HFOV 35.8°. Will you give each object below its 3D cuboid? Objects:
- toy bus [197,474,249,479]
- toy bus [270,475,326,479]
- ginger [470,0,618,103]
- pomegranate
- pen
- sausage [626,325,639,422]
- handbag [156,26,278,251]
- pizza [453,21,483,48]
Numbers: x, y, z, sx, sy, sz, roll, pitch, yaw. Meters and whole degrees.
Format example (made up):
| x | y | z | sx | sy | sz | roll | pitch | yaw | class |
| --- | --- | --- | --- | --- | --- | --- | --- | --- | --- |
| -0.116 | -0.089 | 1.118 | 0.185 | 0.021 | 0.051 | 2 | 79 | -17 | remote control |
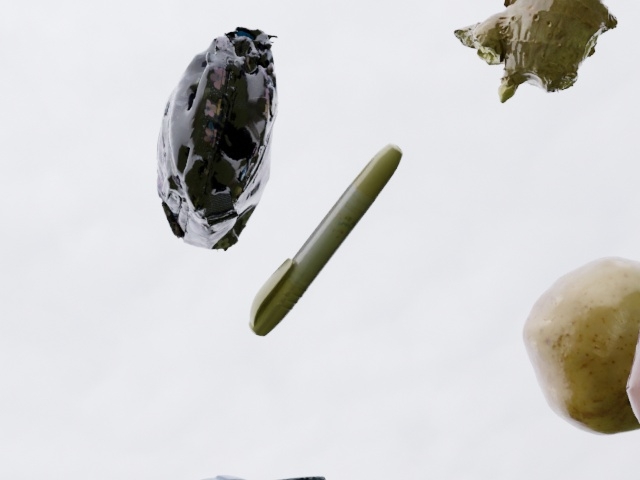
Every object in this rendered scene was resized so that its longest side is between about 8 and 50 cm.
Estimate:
| x | y | z | sx | sy | sz | roll | pitch | yaw | class |
| --- | --- | --- | --- | --- | --- | --- | --- | --- | --- |
| -0.110 | 0.460 | 1.250 | 0.197 | 0.232 | 0.294 | 31 | -103 | -54 | toy bus |
| -0.095 | 0.286 | 0.796 | 0.128 | 0.150 | 0.262 | 1 | -27 | -37 | toy bus |
| 0.276 | -0.263 | 1.228 | 0.216 | 0.157 | 0.102 | -60 | -14 | -7 | ginger |
| 0.622 | 0.223 | 2.049 | 0.410 | 0.410 | 0.410 | -13 | -48 | -15 | pomegranate |
| 0.000 | 0.000 | 0.950 | 0.040 | 0.032 | 0.233 | 25 | -72 | -37 | pen |
| 0.542 | 0.179 | 1.489 | 0.133 | 0.133 | 0.258 | 28 | -108 | -39 | sausage |
| -0.111 | -0.107 | 1.070 | 0.127 | 0.228 | 0.208 | 9 | -18 | -6 | handbag |
| 0.260 | -0.285 | 1.352 | 0.160 | 0.099 | 0.035 | -13 | -66 | -26 | pizza |
